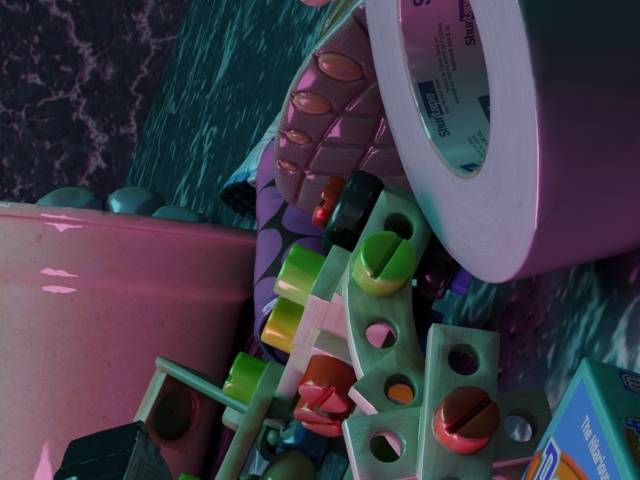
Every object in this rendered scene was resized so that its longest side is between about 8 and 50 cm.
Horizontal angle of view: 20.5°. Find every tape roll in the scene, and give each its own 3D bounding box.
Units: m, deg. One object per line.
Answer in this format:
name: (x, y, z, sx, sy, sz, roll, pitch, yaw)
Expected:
tape roll: (0.089, -0.092, 0.837, 0.219, 0.072, 0.219, 166, 90, -77)

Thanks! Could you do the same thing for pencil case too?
pencil case: (0.000, 0.000, 1.298, 0.209, 0.098, 0.095, -91, -4, -48)

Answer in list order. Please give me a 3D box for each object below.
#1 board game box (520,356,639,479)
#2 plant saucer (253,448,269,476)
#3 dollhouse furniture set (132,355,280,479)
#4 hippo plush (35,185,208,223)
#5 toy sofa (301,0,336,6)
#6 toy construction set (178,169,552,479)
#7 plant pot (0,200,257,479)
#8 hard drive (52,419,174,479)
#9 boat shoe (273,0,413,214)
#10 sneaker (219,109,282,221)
board game box: (0.097, 0.177, 0.714, 0.160, 0.047, 0.210, -99, 30, -64)
plant saucer: (-0.013, 0.116, 1.360, 0.067, 0.018, 0.192, -85, 16, -45)
dollhouse furniture set: (-0.058, 0.187, 1.233, 0.123, 0.144, 0.151, 21, 87, 45)
hippo plush: (-0.232, 0.094, 2.053, 0.294, 0.234, 0.237, 36, 136, 34)
toy sofa: (0.071, -0.341, 1.255, 0.150, 0.177, 0.363, -88, 19, -49)
toy construction set: (0.011, 0.094, 0.964, 0.215, 0.151, 0.327, -64, 12, -26)
plant pot: (-0.218, 0.128, 1.645, 0.334, 0.333, 0.306, 176, 100, -77)
hard drive: (-0.111, 0.287, 1.051, 0.339, 0.064, 0.237, -81, -28, -69)
boat shoe: (0.068, -0.155, 1.181, 0.324, 0.123, 0.116, -59, 10, 27)
sneaker: (-0.028, -0.078, 1.603, 0.190, 0.071, 0.083, -39, 29, 54)
